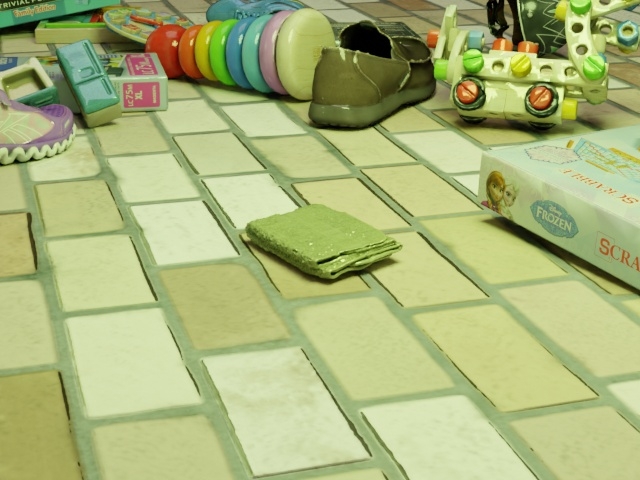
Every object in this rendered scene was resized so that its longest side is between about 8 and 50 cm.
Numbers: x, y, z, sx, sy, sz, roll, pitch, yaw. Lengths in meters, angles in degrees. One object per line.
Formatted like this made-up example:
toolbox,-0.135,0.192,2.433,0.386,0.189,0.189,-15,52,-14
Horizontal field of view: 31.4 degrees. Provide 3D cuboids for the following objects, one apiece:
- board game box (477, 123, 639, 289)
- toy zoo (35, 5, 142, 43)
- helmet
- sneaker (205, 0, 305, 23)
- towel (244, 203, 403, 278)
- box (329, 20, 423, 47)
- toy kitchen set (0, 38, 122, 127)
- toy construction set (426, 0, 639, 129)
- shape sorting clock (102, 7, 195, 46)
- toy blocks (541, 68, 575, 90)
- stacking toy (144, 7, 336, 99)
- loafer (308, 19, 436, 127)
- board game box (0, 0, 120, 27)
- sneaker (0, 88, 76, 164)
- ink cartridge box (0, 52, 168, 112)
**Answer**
board game box,0.388,-0.040,1.204,0.318,0.066,0.318,-11,27,-29
toy zoo,-0.463,-0.444,2.313,0.192,0.030,0.293,-1,21,-4
helmet,0.387,-0.410,2.065,0.169,0.169,0.161,-17,11,-39
sneaker,-0.129,-0.452,2.293,0.209,0.069,0.082,1,25,2
towel,0.000,0.000,1.167,0.110,0.027,0.148,-16,27,-34
box,0.054,-0.350,2.046,0.231,0.056,0.183,-2,20,-8
toy kitchen set,-0.394,-0.223,1.550,0.207,0.166,0.122,-23,67,-15
toy construction set,0.290,-0.269,1.633,0.327,0.215,0.151,4,-13,31
shape sorting clock,-0.307,-0.402,2.150,0.206,0.040,0.206,11,28,-6
toy blocks,0.312,-0.244,1.776,0.123,0.054,0.148,17,27,35
stacking toy,-0.143,-0.305,1.841,0.330,0.141,0.141,8,21,33
loafer,0.093,-0.272,1.736,0.133,0.130,0.366,8,22,18
board game box,-0.613,-0.499,2.319,0.336,0.079,0.254,-18,24,-25
sneaker,-0.409,-0.153,1.451,0.095,0.105,0.236,13,23,34
ink cartridge box,-0.397,-0.241,1.748,0.311,0.065,0.186,-6,21,-11
